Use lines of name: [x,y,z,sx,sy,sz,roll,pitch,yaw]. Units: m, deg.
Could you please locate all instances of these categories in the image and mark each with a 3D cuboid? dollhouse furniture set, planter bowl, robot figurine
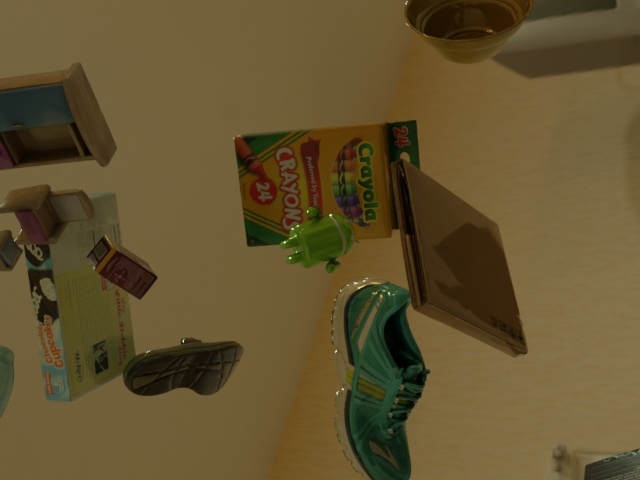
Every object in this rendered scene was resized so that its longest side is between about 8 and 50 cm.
dollhouse furniture set: [-0.402,-0.038,1.083,0.303,0.198,0.286,-77,-22,-48]
planter bowl: [0.256,-0.368,1.471,0.090,0.217,0.217,75,-149,-45]
robot figurine: [0.000,0.000,1.264,0.115,0.067,0.101,-19,-90,-18]

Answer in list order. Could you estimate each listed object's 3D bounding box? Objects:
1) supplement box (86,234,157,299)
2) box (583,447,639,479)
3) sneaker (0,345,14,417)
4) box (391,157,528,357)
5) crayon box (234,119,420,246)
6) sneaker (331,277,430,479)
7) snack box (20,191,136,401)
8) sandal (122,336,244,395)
supplement box: [-0.277,0.038,1.197,0.083,0.055,0.043,39,-91,-33]
box: [0.555,0.547,1.310,0.343,0.179,0.312,51,-145,-12]
sneaker: [-0.556,0.156,1.056,0.135,0.365,0.150,107,175,-51]
box: [0.147,0.022,0.892,0.201,0.021,0.165,27,-133,-44]
crayon box: [0.017,-0.102,1.512,0.081,0.318,0.202,-40,-56,-73]
sneaker: [0.081,0.185,1.075,0.107,0.109,0.276,-17,-78,-52]
snack box: [-0.404,0.089,1.448,0.187,0.060,0.322,-24,-69,-64]
sandal: [-0.251,0.220,1.590,0.302,0.086,0.120,13,-68,-56]
